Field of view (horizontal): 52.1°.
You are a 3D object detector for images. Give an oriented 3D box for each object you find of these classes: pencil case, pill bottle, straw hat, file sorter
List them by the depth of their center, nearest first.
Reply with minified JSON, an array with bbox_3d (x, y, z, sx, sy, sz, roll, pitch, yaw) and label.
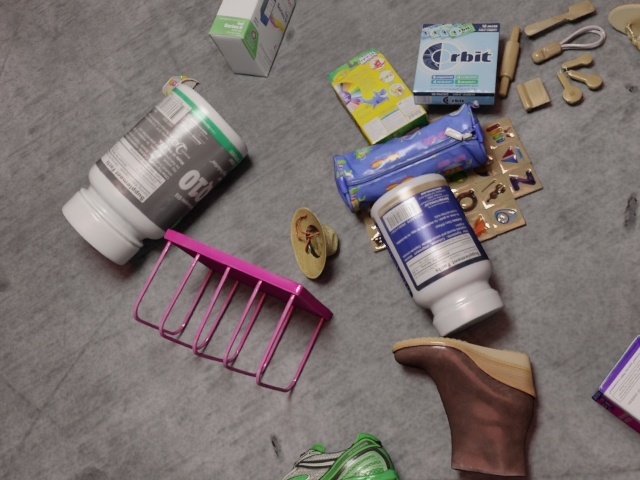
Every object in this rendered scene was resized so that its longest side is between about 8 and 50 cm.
[{"bbox_3d":[0.209,0.028,1.164,0.153,0.153,0.265,-26,75,5],"label":"pill bottle"},{"bbox_3d":[-0.164,0.138,1.213,0.290,0.202,0.182,21,78,22],"label":"file sorter"},{"bbox_3d":[0.172,-0.156,1.254,0.306,0.133,0.119,-21,90,9],"label":"pencil case"},{"bbox_3d":[0.000,0.000,1.290,0.061,0.144,0.144,-7,61,-30],"label":"straw hat"},{"bbox_3d":[-0.345,-0.134,1.368,0.361,0.204,0.204,-45,65,-3],"label":"pill bottle"}]

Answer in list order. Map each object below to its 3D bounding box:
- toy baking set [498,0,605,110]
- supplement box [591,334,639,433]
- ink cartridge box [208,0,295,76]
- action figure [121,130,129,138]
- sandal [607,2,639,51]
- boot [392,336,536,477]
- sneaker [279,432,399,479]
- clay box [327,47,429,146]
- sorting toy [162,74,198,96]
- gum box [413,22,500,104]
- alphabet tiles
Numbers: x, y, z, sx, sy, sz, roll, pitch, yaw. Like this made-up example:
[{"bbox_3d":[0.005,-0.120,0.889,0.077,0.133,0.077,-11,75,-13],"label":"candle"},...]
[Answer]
[{"bbox_3d":[0.465,-0.369,1.319,0.197,0.030,0.256,7,72,16],"label":"toy baking set"},{"bbox_3d":[0.549,0.264,1.005,0.220,0.111,0.114,37,83,25],"label":"supplement box"},{"bbox_3d":[-0.150,-0.503,1.477,0.093,0.154,0.212,12,73,20],"label":"ink cartridge box"},{"bbox_3d":[-0.468,-0.136,1.484,0.137,0.063,0.232,30,80,29],"label":"action figure"},{"bbox_3d":[0.647,-0.368,1.230,0.240,0.088,0.079,27,73,19],"label":"sandal"},{"bbox_3d":[0.232,0.277,1.104,0.248,0.090,0.207,6,70,15],"label":"boot"},{"bbox_3d":[-0.025,0.442,1.116,0.343,0.134,0.146,-24,40,11],"label":"sneaker"},{"bbox_3d":[0.116,-0.296,1.373,0.127,0.053,0.222,-30,60,2],"label":"clay box"},{"bbox_3d":[-0.344,-0.364,1.551,0.075,0.045,0.083,30,80,43],"label":"sorting toy"},{"bbox_3d":[0.275,-0.356,1.314,0.157,0.041,0.184,3,63,14],"label":"gum box"},{"bbox_3d":[0.240,-0.112,1.295,0.342,0.011,0.285,-21,66,7],"label":"alphabet tiles"}]
